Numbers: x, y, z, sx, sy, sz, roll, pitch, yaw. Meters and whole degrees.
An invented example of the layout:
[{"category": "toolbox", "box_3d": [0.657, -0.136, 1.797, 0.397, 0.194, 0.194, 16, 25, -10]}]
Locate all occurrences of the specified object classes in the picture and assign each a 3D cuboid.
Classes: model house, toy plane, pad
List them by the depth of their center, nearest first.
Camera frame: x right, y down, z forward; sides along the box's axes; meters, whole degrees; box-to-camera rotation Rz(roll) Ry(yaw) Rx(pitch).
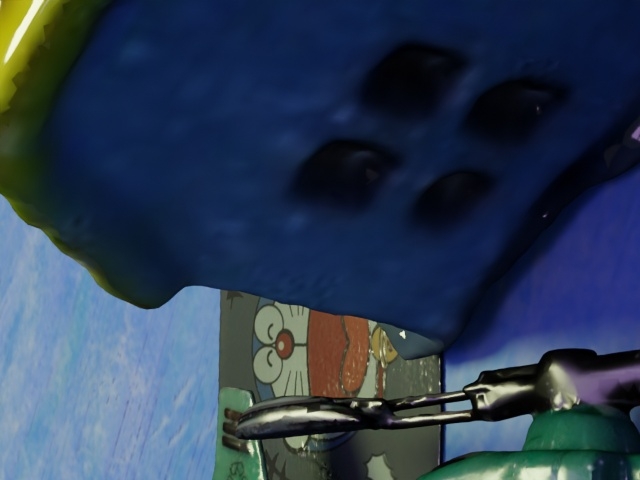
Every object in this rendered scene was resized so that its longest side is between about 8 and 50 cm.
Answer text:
[{"category": "toy plane", "box_3d": [0.068, 0.116, 0.580, 0.381, 0.106, 0.155, -14, 70, 49]}, {"category": "model house", "box_3d": [-0.039, -0.110, 0.586, 0.215, 0.303, 0.237, -50, 50, 25]}, {"category": "pad", "box_3d": [0.000, 0.000, 0.751, 0.170, 0.006, 0.245, -6, 82, 51]}]
